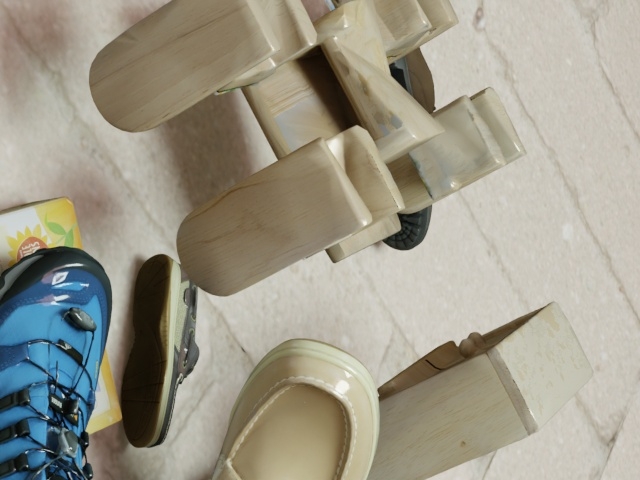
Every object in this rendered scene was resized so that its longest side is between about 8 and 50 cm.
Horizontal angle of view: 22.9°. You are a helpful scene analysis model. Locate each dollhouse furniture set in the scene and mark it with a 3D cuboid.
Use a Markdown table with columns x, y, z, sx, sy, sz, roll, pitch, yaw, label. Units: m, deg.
| x | y | z | sx | sy | sz | roll | pitch | yaw | label |
| --- | --- | --- | --- | --- | --- | --- | --- | --- | --- |
| 0.000 | 0.000 | 1.256 | 0.394 | 0.256 | 0.362 | 62 | 27 | 2 | dollhouse furniture set |

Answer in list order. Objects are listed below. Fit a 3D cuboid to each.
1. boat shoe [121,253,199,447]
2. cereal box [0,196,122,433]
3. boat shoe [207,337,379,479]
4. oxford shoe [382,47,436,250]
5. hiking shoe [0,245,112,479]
| x | y | z | sx | sy | sz | roll | pitch | yaw | label |
| --- | --- | --- | --- | --- | --- | --- | --- | --- | --- |
| -0.117 | 0.087 | 1.217 | 0.049 | 0.056 | 0.152 | 20 | 69 | -41 | boat shoe |
| -0.250 | 0.078 | 1.068 | 0.240 | 0.047 | 0.173 | -19 | 100 | -49 | cereal box |
| -0.039 | 0.201 | 1.136 | 0.109 | 0.302 | 0.098 | 24 | 36 | 0 | boat shoe |
| 0.078 | -0.105 | 1.459 | 0.096 | 0.082 | 0.227 | -6 | 91 | -56 | oxford shoe |
| -0.180 | 0.146 | 1.005 | 0.113 | 0.132 | 0.304 | 36 | 62 | -44 | hiking shoe |
